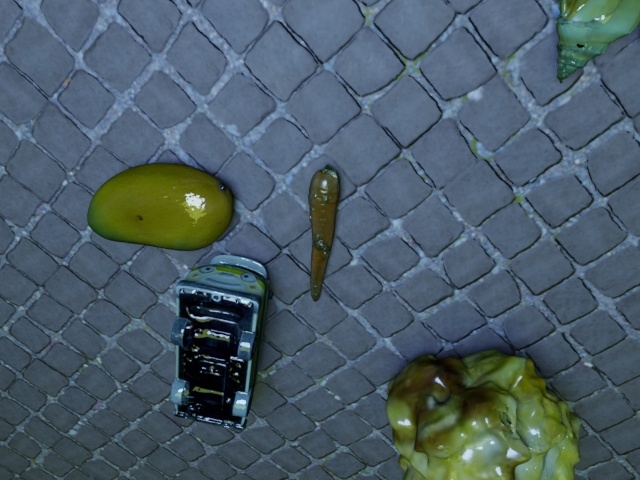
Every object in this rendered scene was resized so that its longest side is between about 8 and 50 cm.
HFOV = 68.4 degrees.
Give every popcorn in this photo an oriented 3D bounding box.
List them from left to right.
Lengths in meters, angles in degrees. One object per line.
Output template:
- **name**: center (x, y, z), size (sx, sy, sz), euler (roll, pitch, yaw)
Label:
- **popcorn**: center (0.252, 0.341, 0.756), size (0.312, 0.312, 0.312), euler (3, 118, 6)

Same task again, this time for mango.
- **mango**: center (-0.250, -0.053, 0.723), size (0.237, 0.091, 0.137), euler (6, 113, 4)

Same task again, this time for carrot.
- **carrot**: center (0.000, 0.000, 0.748), size (0.049, 0.049, 0.255), euler (7, 123, 4)

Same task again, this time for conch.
- **conch**: center (0.322, -0.282, 0.533), size (0.094, 0.079, 0.201), euler (15, 102, 14)

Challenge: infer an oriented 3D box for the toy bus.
- **toy bus**: center (-0.160, 0.161, 0.783), size (0.133, 0.165, 0.276), euler (12, 118, 1)
